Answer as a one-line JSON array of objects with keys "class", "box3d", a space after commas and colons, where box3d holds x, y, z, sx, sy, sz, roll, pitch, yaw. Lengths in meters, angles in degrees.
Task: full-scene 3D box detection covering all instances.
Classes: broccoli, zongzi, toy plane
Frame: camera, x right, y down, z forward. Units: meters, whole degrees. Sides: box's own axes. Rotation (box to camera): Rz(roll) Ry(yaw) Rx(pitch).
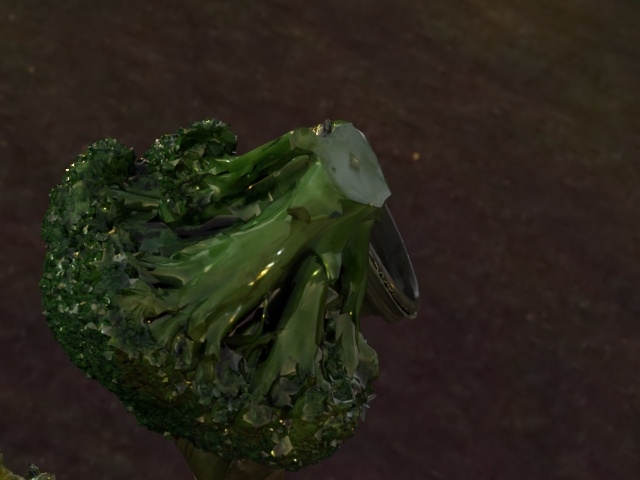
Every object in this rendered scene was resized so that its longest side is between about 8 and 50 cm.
[{"class": "broccoli", "box3d": [-0.069, 0.031, 1.042, 0.308, 0.275, 0.308, 31, 35, -24]}, {"class": "zongzi", "box3d": [-0.098, 0.132, 1.369, 0.094, 0.204, 0.205, -10, 46, -36]}, {"class": "toy plane", "box3d": [0.022, 0.173, 1.574, 0.084, 0.078, 0.024, 25, -3, 26]}]

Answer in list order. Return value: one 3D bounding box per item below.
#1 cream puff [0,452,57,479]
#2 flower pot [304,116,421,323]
[{"class": "cream puff", "box3d": [-0.258, 0.287, 1.144, 0.221, 0.195, 0.195, 30, 15, -34]}, {"class": "flower pot", "box3d": [0.000, 0.000, 1.463, 0.235, 0.140, 0.235, -23, 90, -80]}]
